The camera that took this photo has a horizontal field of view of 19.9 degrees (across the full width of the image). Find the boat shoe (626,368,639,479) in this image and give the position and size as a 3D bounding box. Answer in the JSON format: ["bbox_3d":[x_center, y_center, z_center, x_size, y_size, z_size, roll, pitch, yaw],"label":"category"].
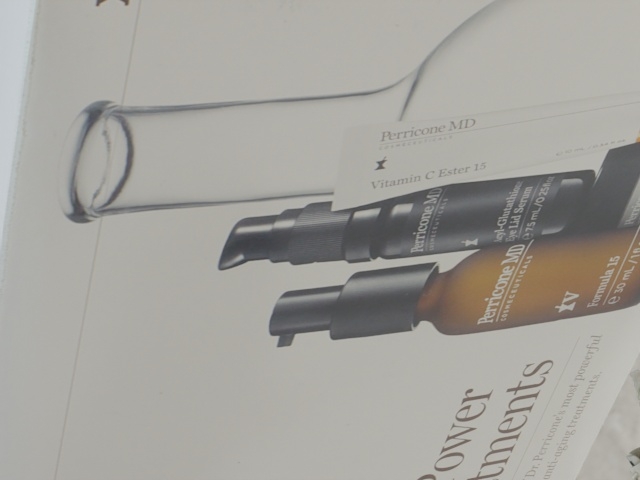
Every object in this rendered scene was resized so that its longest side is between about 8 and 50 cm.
[{"bbox_3d":[0.173,0.113,0.924,0.035,0.035,0.100,-6,93,7],"label":"boat shoe"}]

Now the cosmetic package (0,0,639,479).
[{"bbox_3d":[0.000,0.000,0.699,0.284,0.377,0.097,-5,48,-20],"label":"cosmetic package"}]
